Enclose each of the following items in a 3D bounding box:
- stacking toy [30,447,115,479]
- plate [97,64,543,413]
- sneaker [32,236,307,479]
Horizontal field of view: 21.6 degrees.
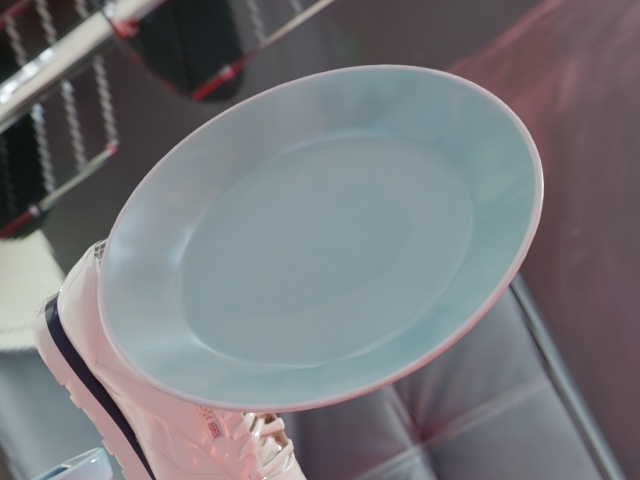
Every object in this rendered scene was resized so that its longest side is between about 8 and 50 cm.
[{"bbox_3d":[-0.332,0.284,1.483,0.279,0.309,0.130,-31,94,-56],"label":"stacking toy"},{"bbox_3d":[0.000,0.000,0.680,0.188,0.188,0.024,-95,166,-45],"label":"plate"},{"bbox_3d":[-0.066,0.100,0.970,0.235,0.095,0.090,48,29,2],"label":"sneaker"}]
